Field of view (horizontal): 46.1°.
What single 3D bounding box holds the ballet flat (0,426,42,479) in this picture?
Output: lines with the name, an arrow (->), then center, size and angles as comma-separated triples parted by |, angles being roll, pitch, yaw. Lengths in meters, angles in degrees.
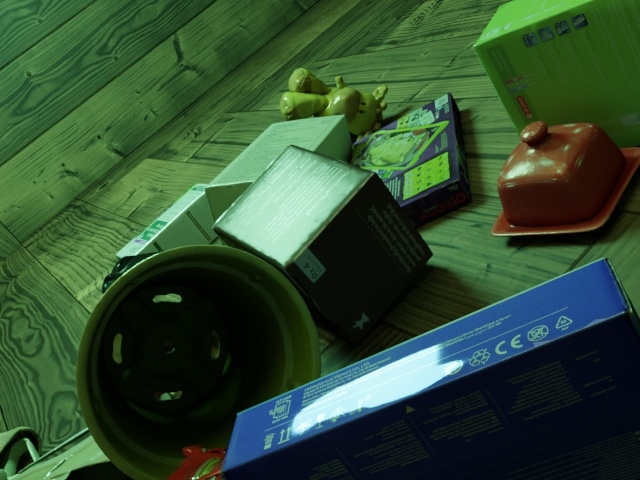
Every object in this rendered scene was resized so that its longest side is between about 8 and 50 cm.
ballet flat -> -0.463, 0.365, 1.089 | 0.106, 0.107, 0.316 | -23, 24, -5

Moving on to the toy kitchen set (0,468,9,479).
toy kitchen set -> -0.275, 0.318, 0.835 | 0.207, 0.166, 0.122 | -30, 26, 14

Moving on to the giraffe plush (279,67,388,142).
giraffe plush -> 0.043, -0.259, 1.537 | 0.210, 0.181, 0.171 | -10, 16, -39

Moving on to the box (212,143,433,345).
box -> 0.000, 0.000, 1.003 | 0.167, 0.168, 0.203 | -48, 36, -12

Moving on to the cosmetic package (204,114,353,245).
cosmetic package -> -0.059, -0.113, 1.314 | 0.160, 0.113, 0.309 | -4, 25, 22

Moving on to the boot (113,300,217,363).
boot -> -0.256, 0.158, 1.236 | 0.305, 0.112, 0.115 | -7, 67, 40

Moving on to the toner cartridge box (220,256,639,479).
toner cartridge box -> 0.107, 0.161, 0.618 | 0.348, 0.165, 0.075 | -26, 25, 20

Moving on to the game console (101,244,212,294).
game console -> -0.190, 0.035, 1.262 | 0.362, 0.043, 0.213 | -7, 26, 16

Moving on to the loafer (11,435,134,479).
loafer -> -0.329, 0.331, 0.965 | 0.269, 0.102, 0.092 | -38, 18, -7

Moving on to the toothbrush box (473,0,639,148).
toothbrush box -> 0.372, -0.230, 0.940 | 0.283, 0.206, 0.122 | -12, 32, 44

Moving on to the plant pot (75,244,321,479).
plant pot -> -0.173, 0.146, 0.947 | 0.276, 0.276, 0.254 | -44, 14, -18

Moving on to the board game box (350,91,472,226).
board game box -> 0.139, -0.120, 1.248 | 0.208, 0.056, 0.346 | -22, 27, 20

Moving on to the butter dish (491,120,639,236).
butter dish -> 0.281, -0.091, 0.912 | 0.160, 0.118, 0.160 | -4, 38, 51

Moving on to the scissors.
scissors -> -0.280, 0.238, 1.064 | 0.109, 0.021, 0.297 | -16, 10, 42

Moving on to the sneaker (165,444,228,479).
sneaker -> -0.095, 0.241, 0.766 | 0.279, 0.107, 0.118 | -31, 36, -10

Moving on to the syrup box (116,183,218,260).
syrup box -> -0.298, -0.009, 1.564 | 0.237, 0.096, 0.093 | -44, 25, -21
